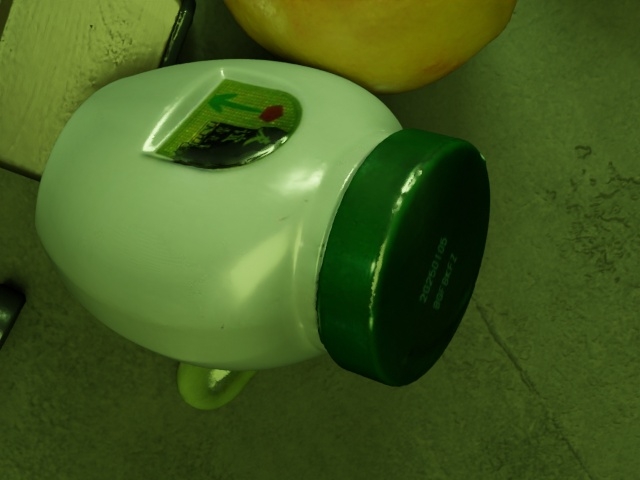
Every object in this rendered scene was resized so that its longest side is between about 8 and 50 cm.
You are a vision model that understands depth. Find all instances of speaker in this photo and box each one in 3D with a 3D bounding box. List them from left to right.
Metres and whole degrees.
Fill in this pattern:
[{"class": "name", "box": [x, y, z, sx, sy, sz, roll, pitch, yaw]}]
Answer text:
[{"class": "speaker", "box": [-0.252, -0.183, 1.141, 0.192, 0.153, 0.231, 20, 107, -12]}]

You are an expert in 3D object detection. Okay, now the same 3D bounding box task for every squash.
[{"class": "squash", "box": [-0.073, 0.106, 1.302, 0.250, 0.083, 0.083, -42, 107, 7]}]

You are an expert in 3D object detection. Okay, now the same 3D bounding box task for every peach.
[{"class": "peach", "box": [0.031, -0.292, 1.059, 0.308, 0.289, 0.289, 35, 104, -20]}]

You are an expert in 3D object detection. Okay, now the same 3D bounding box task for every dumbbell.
[{"class": "dumbbell", "box": [-0.439, 0.063, 1.244, 0.191, 0.100, 0.100, 29, 105, -12]}]

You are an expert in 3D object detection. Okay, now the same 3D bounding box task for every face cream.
[{"class": "face cream", "box": [-0.053, -0.024, 0.972, 0.357, 0.312, 0.219, 17, 141, 28]}]
